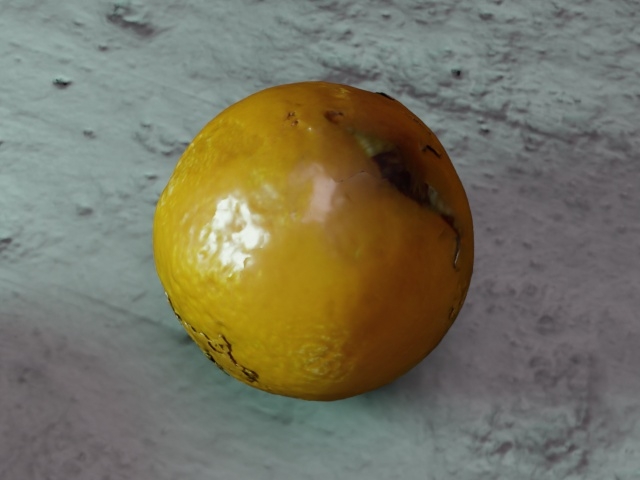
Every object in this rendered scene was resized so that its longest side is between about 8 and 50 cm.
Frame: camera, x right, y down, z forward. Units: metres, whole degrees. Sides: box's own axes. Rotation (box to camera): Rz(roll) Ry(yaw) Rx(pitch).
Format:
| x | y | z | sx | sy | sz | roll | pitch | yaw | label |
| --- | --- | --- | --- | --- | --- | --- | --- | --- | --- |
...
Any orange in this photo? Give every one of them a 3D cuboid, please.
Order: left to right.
| x | y | z | sx | sy | sz | roll | pitch | yaw | label |
| --- | --- | --- | --- | --- | --- | --- | --- | --- | --- |
| 0.000 | 0.000 | 1.188 | 0.246 | 0.246 | 0.246 | 3 | 57 | -5 | orange |
